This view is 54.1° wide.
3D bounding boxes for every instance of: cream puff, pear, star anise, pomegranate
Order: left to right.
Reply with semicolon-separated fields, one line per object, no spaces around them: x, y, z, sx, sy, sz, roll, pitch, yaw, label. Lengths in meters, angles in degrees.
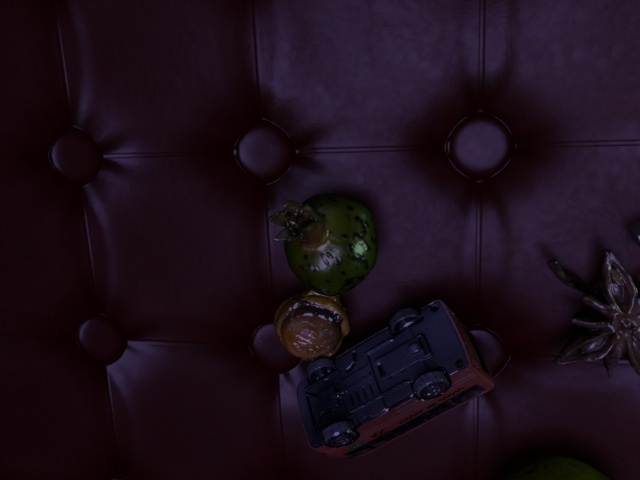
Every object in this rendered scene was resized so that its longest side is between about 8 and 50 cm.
-0.019;0.191;1.510;0.188;0.129;0.189;2;116;4;cream puff
0.002;0.016;1.382;0.230;0.285;0.231;6;101;32;pomegranate
0.561;0.633;1.450;0.307;0.253;0.253;12;107;24;pear
0.648;0.165;1.382;0.349;0.109;0.293;8;99;-1;star anise

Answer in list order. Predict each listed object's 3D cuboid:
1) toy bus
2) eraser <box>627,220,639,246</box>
0.166;0.335;1.454;0.426;0.203;0.233;-34;137;18;toy bus
0.765;-0.044;1.309;0.212;0.092;0.046;-25;99;18;eraser
